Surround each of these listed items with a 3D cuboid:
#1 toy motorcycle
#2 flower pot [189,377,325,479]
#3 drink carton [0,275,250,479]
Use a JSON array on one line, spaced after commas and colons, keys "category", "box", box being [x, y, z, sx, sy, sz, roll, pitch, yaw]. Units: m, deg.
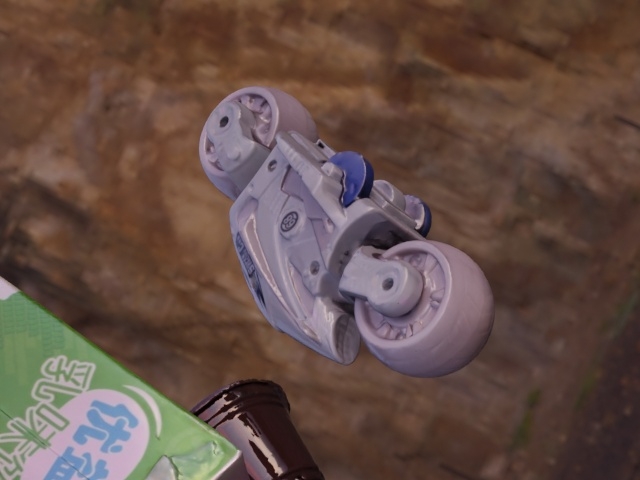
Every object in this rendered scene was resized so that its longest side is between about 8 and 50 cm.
[{"category": "toy motorcycle", "box": [0.000, 0.000, 0.931, 0.112, 0.254, 0.112, -19, -51, -25]}, {"category": "flower pot", "box": [-0.046, 0.167, 1.168, 0.111, 0.089, 0.111, -26, -40, -24]}, {"category": "drink carton", "box": [-0.184, 0.129, 0.938, 0.161, 0.271, 0.108, -45, -31, -23]}]
